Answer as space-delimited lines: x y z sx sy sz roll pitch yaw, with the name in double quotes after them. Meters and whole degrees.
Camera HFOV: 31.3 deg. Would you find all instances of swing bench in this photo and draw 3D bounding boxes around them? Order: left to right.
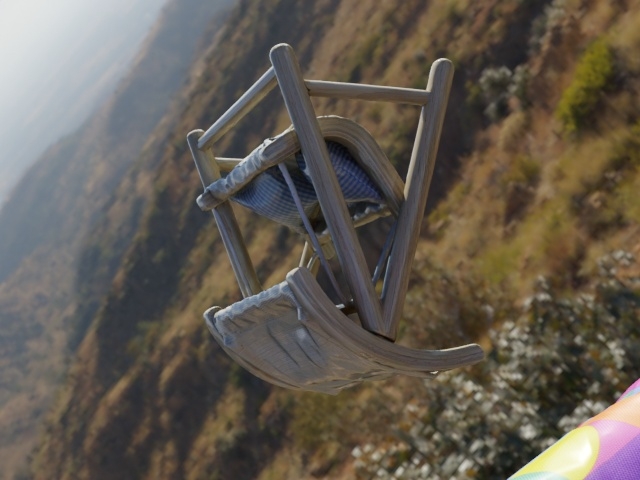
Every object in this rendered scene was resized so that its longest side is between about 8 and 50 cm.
0.000 0.000 0.971 0.253 0.165 0.255 152 117 -66 "swing bench"

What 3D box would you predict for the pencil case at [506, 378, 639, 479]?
0.099 0.133 0.440 0.236 0.104 0.104 -28 7 -28 "pencil case"
